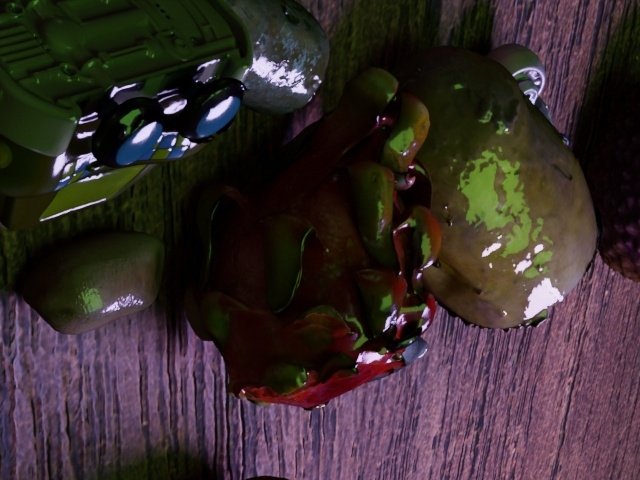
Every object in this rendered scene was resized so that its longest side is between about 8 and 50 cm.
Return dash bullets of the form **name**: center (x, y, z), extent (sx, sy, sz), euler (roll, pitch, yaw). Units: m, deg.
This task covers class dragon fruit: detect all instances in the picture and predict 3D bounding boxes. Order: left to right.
- **dragon fruit**: center (0.010, 0.015, 1.764), extent (0.307, 0.243, 0.227), euler (-37, -177, -8)

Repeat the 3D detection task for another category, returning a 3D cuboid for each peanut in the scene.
- **peanut**: center (-0.187, 0.034, 1.622), extent (0.152, 0.076, 0.076), euler (-20, 128, -45)

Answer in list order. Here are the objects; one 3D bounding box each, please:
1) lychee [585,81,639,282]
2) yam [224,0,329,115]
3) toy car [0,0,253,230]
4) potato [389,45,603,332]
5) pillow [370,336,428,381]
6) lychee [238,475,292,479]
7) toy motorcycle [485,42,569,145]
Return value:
- **lychee**: center (0.432, -0.073, 2.316), extent (0.271, 0.271, 0.271), euler (-35, 138, -39)
- **yam**: center (-0.083, -0.178, 1.589), extent (0.194, 0.107, 0.107), euler (21, 94, -58)
- **toy car**: center (-0.190, -0.104, 1.427), extent (0.248, 0.204, 0.198), euler (-23, 154, -45)
- **potato**: center (0.145, -0.073, 1.920), extent (0.229, 0.229, 0.266), euler (-52, 138, -19)
- **pillow**: center (0.066, 0.103, 2.055), extent (0.091, 0.055, 0.135), euler (-46, 143, -23)
- **lychee**: center (-0.048, 0.359, 1.889), extent (0.255, 0.300, 0.255), euler (-5, 90, -89)
- **toy motorcycle**: center (0.210, -0.112, 2.090), extent (0.112, 0.112, 0.254), euler (-50, 147, -22)
